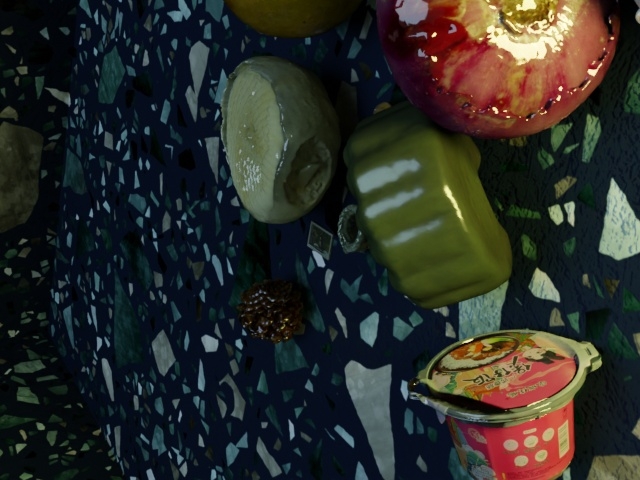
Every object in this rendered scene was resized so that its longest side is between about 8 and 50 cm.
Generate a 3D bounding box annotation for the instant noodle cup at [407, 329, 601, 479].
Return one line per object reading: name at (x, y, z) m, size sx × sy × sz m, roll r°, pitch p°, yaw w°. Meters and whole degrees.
instant noodle cup at (0.305, 0.282, 1.333) m, size 0.303 × 0.258 × 0.181 m, roll -8°, pitch 110°, yaw 14°

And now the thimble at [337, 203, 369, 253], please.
thimble at (0.082, -0.024, 1.744) m, size 0.084 × 0.062 × 0.110 m, roll 31°, pitch 120°, yaw 48°

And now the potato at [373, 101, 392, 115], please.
potato at (0.128, -0.238, 1.669) m, size 0.037 × 0.036 × 0.093 m, roll -18°, pitch 79°, yaw 58°

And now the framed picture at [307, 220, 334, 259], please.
framed picture at (0.000, 0.000, 1.913) m, size 0.089 × 0.007 × 0.066 m, roll 35°, pitch 122°, yaw 47°

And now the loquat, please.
loquat at (-0.047, -0.549, 1.663) m, size 0.328 × 0.359 × 0.328 m, roll -8°, pitch 65°, yaw 17°

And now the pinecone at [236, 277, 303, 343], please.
pinecone at (-0.116, 0.171, 1.983) m, size 0.174 × 0.174 × 0.173 m, roll 12°, pitch 104°, yaw 54°

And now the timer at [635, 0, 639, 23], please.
timer at (0.455, -0.417, 0.996) m, size 0.291 × 0.291 × 0.315 m, roll 36°, pitch 134°, yaw 47°

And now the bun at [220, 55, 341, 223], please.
bun at (-0.073, -0.223, 1.817) m, size 0.364 × 0.202 × 0.364 m, roll 25°, pitch 119°, yaw 57°

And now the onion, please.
onion at (0.261, -0.322, 1.229) m, size 0.345 × 0.358 × 0.358 m, roll 40°, pitch -145°, yaw -75°

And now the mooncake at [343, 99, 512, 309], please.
mooncake at (0.177, -0.059, 1.376) m, size 0.187 × 0.351 × 0.351 m, roll -19°, pitch 77°, yaw 23°
